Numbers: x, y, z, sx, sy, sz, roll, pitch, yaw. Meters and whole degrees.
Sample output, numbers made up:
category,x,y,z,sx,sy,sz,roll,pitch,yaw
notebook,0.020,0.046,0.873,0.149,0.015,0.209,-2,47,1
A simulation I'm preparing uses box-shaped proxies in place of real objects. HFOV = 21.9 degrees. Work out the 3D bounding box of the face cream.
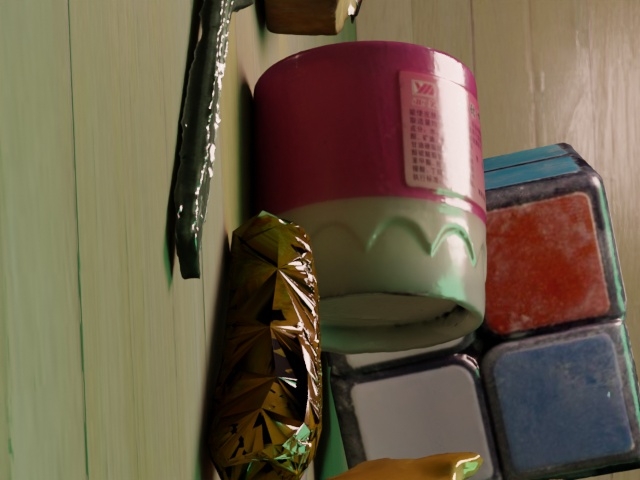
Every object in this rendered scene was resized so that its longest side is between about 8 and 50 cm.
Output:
category,x,y,z,sx,sy,sz,roll,pitch,yaw
face cream,0.037,-0.028,1.232,0.175,0.175,0.195,76,11,-71

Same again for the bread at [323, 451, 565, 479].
category,x,y,z,sx,sy,sz,roll,pitch,yaw
bread,0.051,0.224,0.987,0.211,0.224,0.184,-134,-144,-84

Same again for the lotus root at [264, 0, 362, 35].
category,x,y,z,sx,sy,sz,roll,pitch,yaw
lotus root,-0.005,-0.353,1.383,0.390,0.111,0.375,85,5,-76

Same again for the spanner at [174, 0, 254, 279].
category,x,y,z,sx,sy,sz,roll,pitch,yaw
spanner,-0.063,-0.101,0.951,0.093,0.026,0.325,85,6,-45

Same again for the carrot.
category,x,y,z,sx,sy,sz,roll,pitch,yaw
carrot,-0.032,0.065,1.001,0.229,0.069,0.069,-90,175,-52

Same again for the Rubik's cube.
category,x,y,z,sx,sy,sz,roll,pitch,yaw
Rubik's cube,0.167,0.083,1.790,0.318,0.316,0.313,-74,152,-80

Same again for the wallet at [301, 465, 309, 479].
category,x,y,z,sx,sy,sz,roll,pitch,yaw
wallet,-0.022,0.138,1.354,0.232,0.025,0.119,-78,165,-74
